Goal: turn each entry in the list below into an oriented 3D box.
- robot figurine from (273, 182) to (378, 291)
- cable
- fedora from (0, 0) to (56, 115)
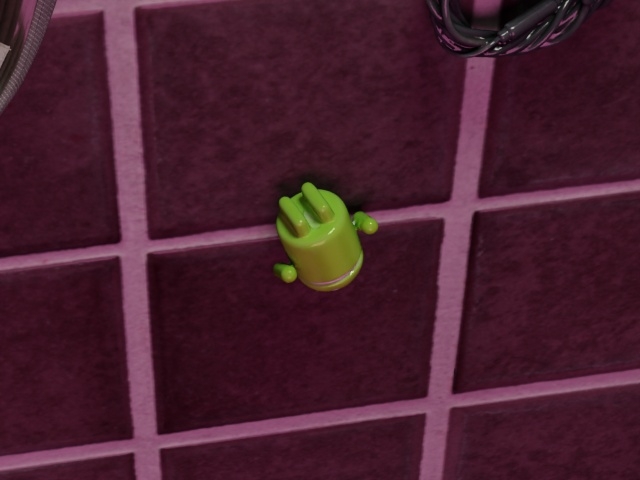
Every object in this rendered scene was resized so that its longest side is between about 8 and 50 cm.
[{"bbox_3d":[0.000,0.000,1.802,0.101,0.067,0.115,-33,140,-8],"label":"robot figurine"},{"bbox_3d":[0.172,-0.215,1.632,0.184,0.047,0.150,-40,138,24],"label":"cable"},{"bbox_3d":[-0.275,-0.177,1.325,0.124,0.244,0.275,27,129,15],"label":"fedora"}]
